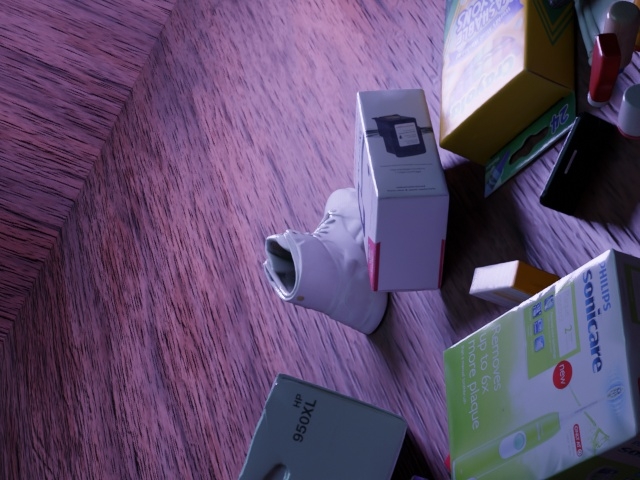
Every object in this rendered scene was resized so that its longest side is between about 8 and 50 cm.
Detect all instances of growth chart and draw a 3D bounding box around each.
[{"bbox_3d":[0.390,-0.321,2.037,0.237,0.021,0.172,-47,31,41],"label":"growth chart"}]

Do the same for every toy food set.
[{"bbox_3d":[0.366,-0.182,1.880,0.104,0.111,0.232,90,171,-55],"label":"toy food set"}]

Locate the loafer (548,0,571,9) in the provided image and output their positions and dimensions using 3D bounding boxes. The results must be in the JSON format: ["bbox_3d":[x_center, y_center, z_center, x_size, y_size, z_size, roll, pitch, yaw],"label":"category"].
[{"bbox_3d":[0.327,-0.367,2.139,0.061,0.062,0.170,-52,7,51],"label":"loafer"}]

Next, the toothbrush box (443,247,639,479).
[{"bbox_3d":[0.263,0.167,1.729,0.283,0.122,0.206,-35,47,45],"label":"toothbrush box"}]

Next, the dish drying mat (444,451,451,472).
[{"bbox_3d":[0.177,0.246,2.036,0.083,0.008,0.032,-64,23,12],"label":"dish drying mat"}]

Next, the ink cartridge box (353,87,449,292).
[{"bbox_3d":[0.107,-0.071,2.264,0.237,0.100,0.172,-98,7,-48],"label":"ink cartridge box"}]

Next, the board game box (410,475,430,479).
[{"bbox_3d":[0.167,0.391,1.761,0.144,0.142,0.275,-64,23,12],"label":"board game box"}]

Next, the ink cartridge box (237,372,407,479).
[{"bbox_3d":[-0.017,0.323,2.008,0.395,0.166,0.285,76,-147,-84],"label":"ink cartridge box"}]

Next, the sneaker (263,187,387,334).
[{"bbox_3d":[0.000,0.000,2.434,0.108,0.169,0.292,-57,24,30],"label":"sneaker"}]

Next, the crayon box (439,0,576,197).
[{"bbox_3d":[0.248,-0.246,2.207,0.203,0.083,0.323,-42,36,48],"label":"crayon box"}]

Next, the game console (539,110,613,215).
[{"bbox_3d":[0.294,-0.099,2.001,0.071,0.107,0.122,29,99,38],"label":"game console"}]

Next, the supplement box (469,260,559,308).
[{"bbox_3d":[0.234,0.054,2.006,0.098,0.062,0.036,-14,59,62],"label":"supplement box"}]
